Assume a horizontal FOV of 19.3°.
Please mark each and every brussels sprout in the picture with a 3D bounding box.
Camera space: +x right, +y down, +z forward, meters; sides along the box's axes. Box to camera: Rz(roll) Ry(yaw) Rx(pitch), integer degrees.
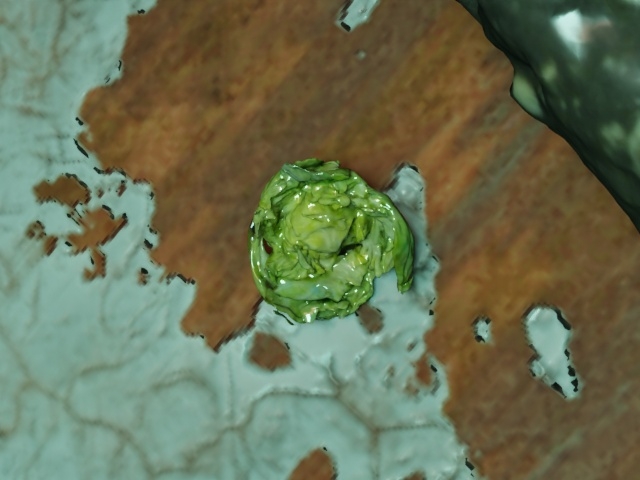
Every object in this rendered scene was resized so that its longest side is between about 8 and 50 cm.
[{"bbox_3d":[0.000,0.000,0.860,0.085,0.058,0.085,0,108,1],"label":"brussels sprout"}]

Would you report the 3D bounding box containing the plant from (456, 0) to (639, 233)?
[{"bbox_3d":[0.147,-0.127,0.753,0.199,0.188,0.276,-34,71,11],"label":"plant"}]
